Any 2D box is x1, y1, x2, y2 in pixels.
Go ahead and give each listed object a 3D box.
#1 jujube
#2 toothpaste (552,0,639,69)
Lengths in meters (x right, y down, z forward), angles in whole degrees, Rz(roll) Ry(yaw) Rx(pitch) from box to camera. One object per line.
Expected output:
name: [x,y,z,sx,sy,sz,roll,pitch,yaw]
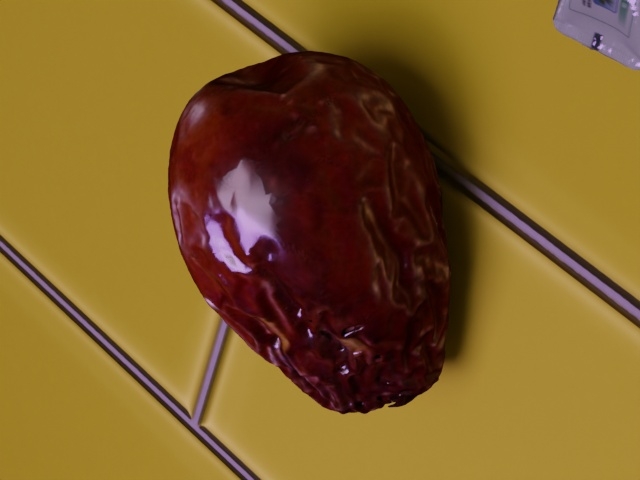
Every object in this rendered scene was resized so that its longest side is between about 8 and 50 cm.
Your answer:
jujube: [0.000,0.000,1.128,0.168,0.168,0.236,4,125,45]
toothpaste: [0.173,-0.195,0.963,0.064,0.041,0.218,31,129,27]
